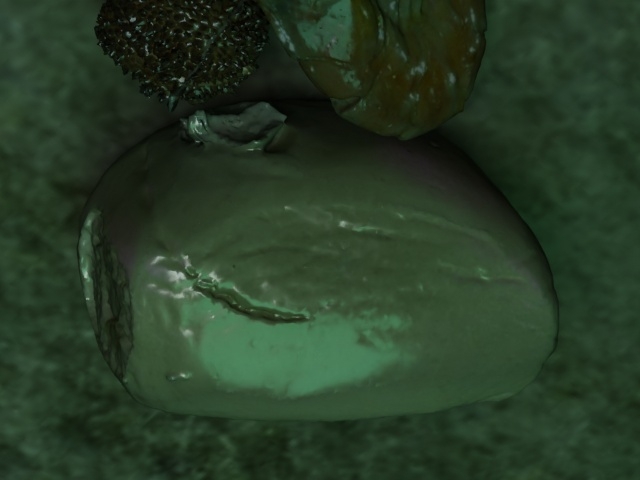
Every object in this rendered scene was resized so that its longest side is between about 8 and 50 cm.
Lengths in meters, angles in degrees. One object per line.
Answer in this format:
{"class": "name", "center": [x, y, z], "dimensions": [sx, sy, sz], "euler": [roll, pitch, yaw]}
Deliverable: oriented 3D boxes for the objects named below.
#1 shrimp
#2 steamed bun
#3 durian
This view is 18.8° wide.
{"class": "shrimp", "center": [0.010, -0.143, 0.916], "dimensions": [0.051, 0.115, 0.217], "euler": [0, 135, 49]}
{"class": "steamed bun", "center": [0.000, 0.000, 0.980], "dimensions": [0.239, 0.170, 0.152], "euler": [-4, 111, -12]}
{"class": "durian", "center": [-0.068, -0.103, 0.923], "dimensions": [0.091, 0.080, 0.080], "euler": [29, 119, -21]}
